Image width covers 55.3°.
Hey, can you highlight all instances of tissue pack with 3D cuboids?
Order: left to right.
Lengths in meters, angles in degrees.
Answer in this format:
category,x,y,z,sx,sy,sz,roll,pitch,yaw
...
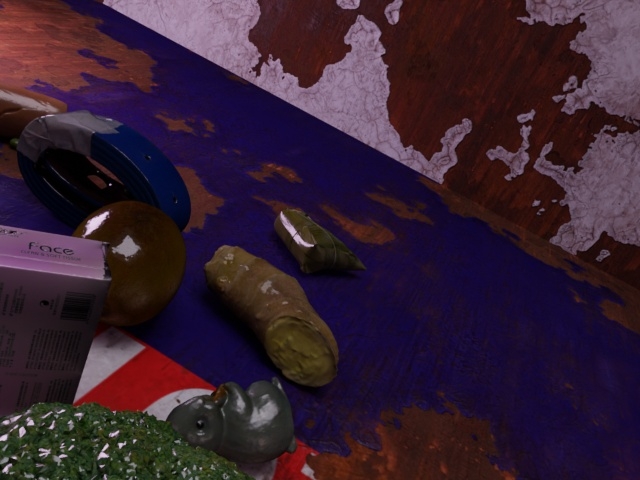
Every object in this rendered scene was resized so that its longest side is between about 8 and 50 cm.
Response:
category,x,y,z,sx,sy,sz,roll,pitch,yaw
tissue pack,-0.368,0.111,0.768,0.148,0.246,0.092,11,28,-28

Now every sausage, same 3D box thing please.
category,x,y,z,sx,sy,sz,roll,pitch,yaw
sausage,-0.736,-0.301,1.385,0.304,0.121,0.121,14,27,-26

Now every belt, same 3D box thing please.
category,x,y,z,sx,sy,sz,roll,pitch,yaw
belt,-0.427,-0.119,1.212,0.347,0.212,0.117,33,27,6

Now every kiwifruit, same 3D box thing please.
category,x,y,z,sx,sy,sz,roll,pitch,yaw
kiwifruit,-0.328,0.041,1.020,0.196,0.196,0.234,24,31,-4

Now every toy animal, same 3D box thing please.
category,x,y,z,sx,sy,sz,roll,pitch,yaw
toy animal,-0.145,0.260,0.853,0.236,0.108,0.138,1,35,-41

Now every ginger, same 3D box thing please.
category,x,y,z,sx,sy,sz,roll,pitch,yaw
ginger,-0.086,0.134,1.150,0.190,0.126,0.354,12,29,-50

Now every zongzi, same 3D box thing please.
category,x,y,z,sx,sy,sz,roll,pitch,yaw
zongzi,-0.002,-0.001,1.525,0.204,0.094,0.205,9,29,-40

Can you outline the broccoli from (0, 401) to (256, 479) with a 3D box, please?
category,x,y,z,sx,sy,sz,roll,pitch,yaw
broccoli,-0.222,0.294,0.500,0.321,0.310,0.413,23,-11,-19

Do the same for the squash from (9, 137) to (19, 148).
category,x,y,z,sx,sy,sz,roll,pitch,yaw
squash,-0.664,-0.213,1.392,0.083,0.027,0.027,18,26,-18
